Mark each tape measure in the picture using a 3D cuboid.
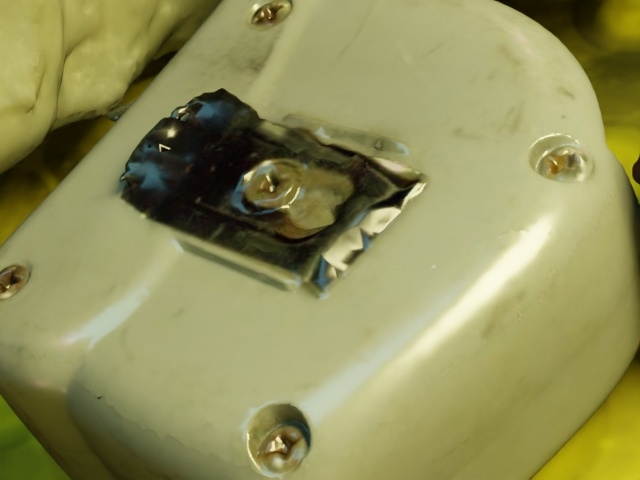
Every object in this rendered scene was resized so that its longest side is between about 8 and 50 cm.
[{"bbox_3d":[0.000,0.000,0.669,0.265,0.130,0.258,19,58,40],"label":"tape measure"}]

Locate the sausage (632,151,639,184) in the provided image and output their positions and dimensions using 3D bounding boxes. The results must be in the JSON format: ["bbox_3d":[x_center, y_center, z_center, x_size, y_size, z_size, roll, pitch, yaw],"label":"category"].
[{"bbox_3d":[0.222,-0.029,0.559,0.254,0.148,0.148,11,55,46],"label":"sausage"}]

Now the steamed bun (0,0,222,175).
[{"bbox_3d":[-0.215,-0.184,0.836,0.346,0.237,0.394,-14,27,-5],"label":"steamed bun"}]
